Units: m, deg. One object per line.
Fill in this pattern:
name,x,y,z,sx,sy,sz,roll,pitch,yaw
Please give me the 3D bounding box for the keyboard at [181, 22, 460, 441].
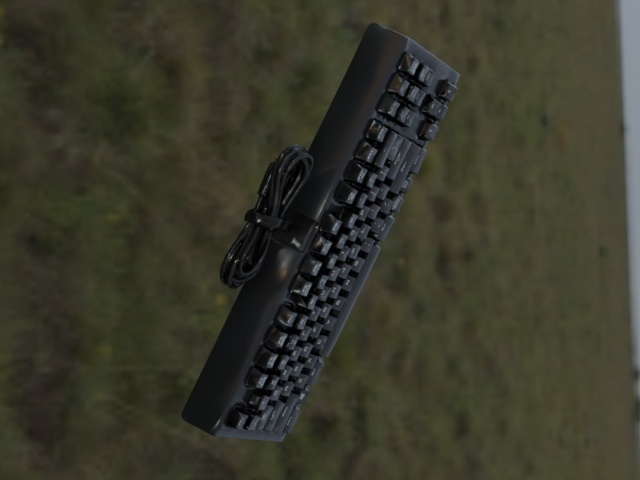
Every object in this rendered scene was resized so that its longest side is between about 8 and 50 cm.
keyboard,0.000,0.000,0.686,0.108,0.023,0.180,21,95,-59
